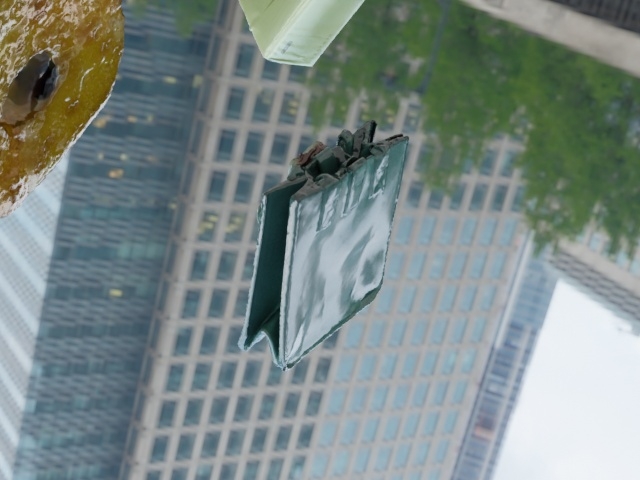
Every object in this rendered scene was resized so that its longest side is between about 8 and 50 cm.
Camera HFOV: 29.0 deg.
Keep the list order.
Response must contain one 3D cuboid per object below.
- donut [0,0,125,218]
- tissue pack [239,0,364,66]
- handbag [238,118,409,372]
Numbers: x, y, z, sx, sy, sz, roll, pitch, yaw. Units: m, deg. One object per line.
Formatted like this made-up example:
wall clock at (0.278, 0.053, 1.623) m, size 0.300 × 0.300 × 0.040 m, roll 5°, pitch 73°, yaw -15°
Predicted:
donut at (-0.331, -0.169, 1.261) m, size 0.110 × 0.302 × 0.303 m, roll 28°, pitch -157°, yaw 19°
tissue pack at (-0.021, -0.432, 2.120) m, size 0.125 × 0.234 × 0.159 m, roll 3°, pitch -126°, yaw -39°
handbag at (-0.004, 0.000, 1.600) m, size 0.100 × 0.274 × 0.269 m, roll 24°, pitch -143°, yaw 24°
